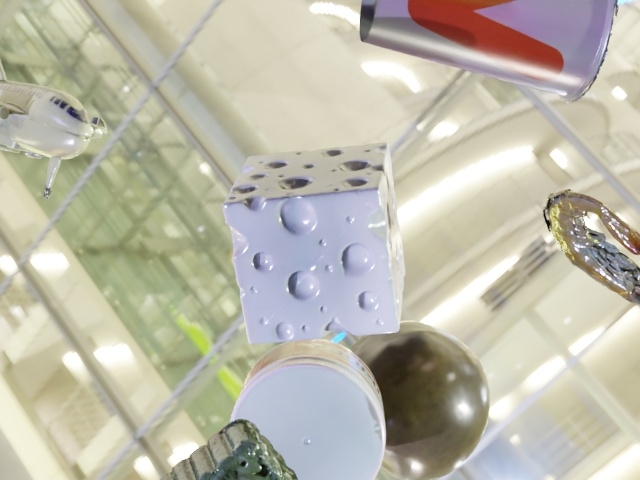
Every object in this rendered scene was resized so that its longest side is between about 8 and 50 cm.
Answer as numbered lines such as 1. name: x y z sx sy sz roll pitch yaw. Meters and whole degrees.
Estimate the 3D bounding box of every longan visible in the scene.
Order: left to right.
1. longan: 0.179 0.309 2.145 0.319 0.319 0.319 -34 -21 -15

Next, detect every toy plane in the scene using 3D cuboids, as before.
1. toy plane: -0.308 -0.128 1.154 0.242 0.256 0.104 12 -72 -43

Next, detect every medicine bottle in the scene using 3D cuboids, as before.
1. medicine bottle: -0.019 0.303 1.848 0.252 0.252 0.241 -41 4 5

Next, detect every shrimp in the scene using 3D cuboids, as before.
1. shrimp: 0.431 0.009 1.638 0.058 0.253 0.173 -39 -35 -21

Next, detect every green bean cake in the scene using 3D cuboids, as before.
1. green bean cake: -0.111 0.360 1.498 0.173 0.181 0.094 -39 17 -5

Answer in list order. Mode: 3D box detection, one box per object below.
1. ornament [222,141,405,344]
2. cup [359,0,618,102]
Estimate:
1. ornament: 0.000 0.000 1.756 0.239 0.239 0.239 -6 21 8
2. cup: 0.204 -0.294 1.409 0.289 0.203 0.203 8 -34 -8
